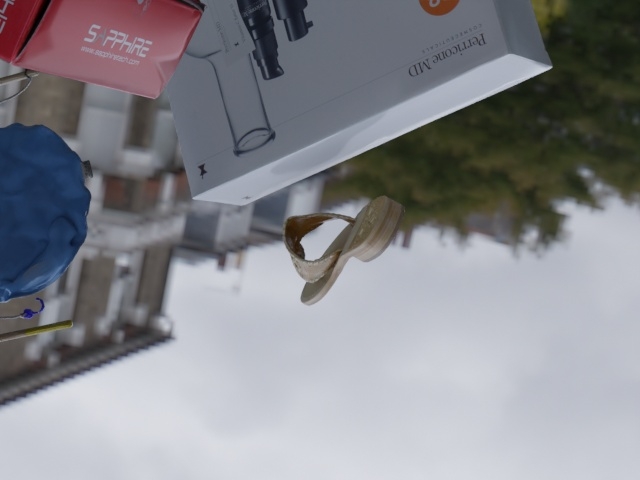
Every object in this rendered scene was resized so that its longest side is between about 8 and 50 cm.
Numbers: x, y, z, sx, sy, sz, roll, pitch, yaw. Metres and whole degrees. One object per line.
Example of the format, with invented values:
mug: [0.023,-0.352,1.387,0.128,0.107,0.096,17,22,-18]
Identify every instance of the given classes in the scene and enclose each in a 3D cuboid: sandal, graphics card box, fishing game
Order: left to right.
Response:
graphics card box: [-0.293,-0.226,1.201,0.371,0.094,0.233,29,-171,16]
fishing game: [-0.303,-0.029,1.570,0.189,0.264,0.041,-16,165,7]
sandal: [0.002,-0.006,1.688,0.079,0.088,0.240,29,155,-12]

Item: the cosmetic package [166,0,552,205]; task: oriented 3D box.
cosmetic package: [0.009,-0.230,1.607,0.377,0.284,0.097,-23,166,31]
